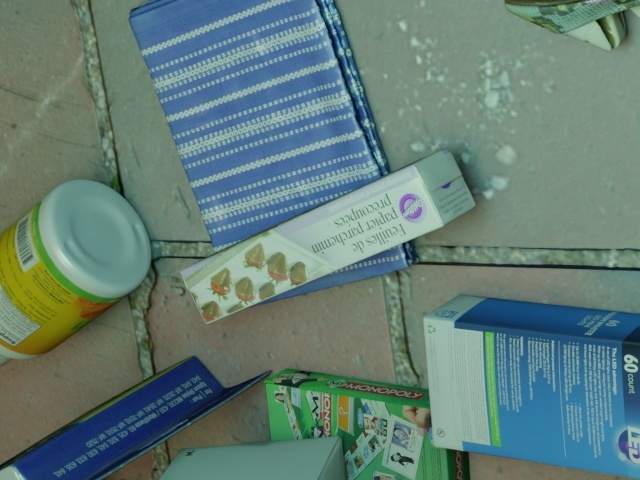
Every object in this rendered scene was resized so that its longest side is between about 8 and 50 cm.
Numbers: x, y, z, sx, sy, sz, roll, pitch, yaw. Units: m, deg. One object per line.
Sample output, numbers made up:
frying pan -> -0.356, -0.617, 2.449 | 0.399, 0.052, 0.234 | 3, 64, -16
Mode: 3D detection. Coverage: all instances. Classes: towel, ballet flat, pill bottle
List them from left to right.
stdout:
pill bottle -> -0.307, 0.046, 1.798 | 0.245, 0.136, 0.136 | -34, 86, 37
towel -> -0.054, -0.105, 1.636 | 0.243, 0.040, 0.336 | -15, 98, 37
ballet flat -> 0.258, -0.204, 1.377 | 0.221, 0.077, 0.079 | -13, 118, 36

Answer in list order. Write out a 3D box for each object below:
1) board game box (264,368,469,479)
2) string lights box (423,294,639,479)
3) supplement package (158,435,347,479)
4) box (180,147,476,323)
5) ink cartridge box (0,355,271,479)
board game box -> 0.054, 0.298, 1.698 | 0.213, 0.046, 0.317 | 6, 110, 33
string lights box -> 0.227, 0.133, 1.505 | 0.259, 0.077, 0.133 | 6, 110, 33
supplement package -> -0.056, 0.363, 1.628 | 0.177, 0.175, 0.293 | -7, 104, 13
box -> 0.000, 0.000, 1.582 | 0.324, 0.067, 0.063 | -23, 94, 41
ink cartridge box -> -0.248, 0.218, 1.714 | 0.307, 0.303, 0.072 | -33, 87, 36
